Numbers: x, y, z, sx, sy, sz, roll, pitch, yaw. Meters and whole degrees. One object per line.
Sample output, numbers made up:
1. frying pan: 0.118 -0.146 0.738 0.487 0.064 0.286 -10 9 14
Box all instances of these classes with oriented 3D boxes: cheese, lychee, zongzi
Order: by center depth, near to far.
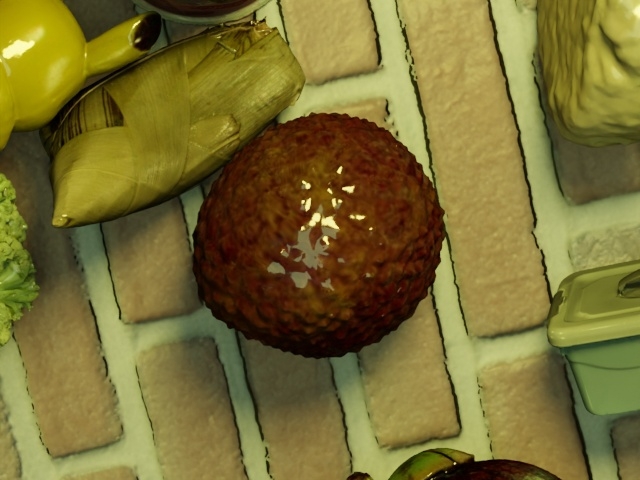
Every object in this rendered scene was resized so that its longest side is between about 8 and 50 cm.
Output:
1. cheese: 0.295 -0.256 1.693 0.115 0.326 0.318 3 135 -5
2. zongzi: -0.142 -0.109 1.698 0.274 0.300 0.145 -29 105 3
3. lychee: 0.000 0.000 1.744 0.260 0.260 0.260 0 97 1

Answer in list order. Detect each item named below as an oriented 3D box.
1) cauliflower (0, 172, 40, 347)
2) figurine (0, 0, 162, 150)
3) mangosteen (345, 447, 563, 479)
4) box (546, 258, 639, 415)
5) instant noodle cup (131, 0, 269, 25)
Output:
1. cauliflower: -0.423 0.033 1.746 0.272 0.250 0.275 -44 95 8
2. figurine: -0.349 -0.175 1.676 0.327 0.169 0.218 -31 66 -30
3. mangosteen: 0.149 0.357 1.761 0.300 0.300 0.300 0 97 1
4. box: 0.356 0.086 1.772 0.227 0.162 0.130 -13 109 19
5. instant noodle cup: -0.131 -0.338 1.705 0.243 0.231 0.243 0 96 1
